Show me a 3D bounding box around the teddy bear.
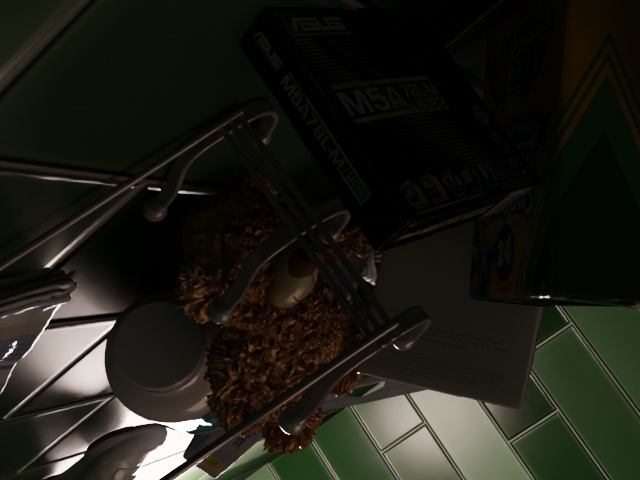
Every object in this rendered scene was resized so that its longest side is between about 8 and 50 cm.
[{"bbox_3d":[-0.027,0.087,0.908,0.245,0.113,0.337,-30,134,-32],"label":"teddy bear"}]

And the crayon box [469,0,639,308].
[{"bbox_3d":[0.209,-0.104,0.805,0.083,0.322,0.203,6,175,-8],"label":"crayon box"}]

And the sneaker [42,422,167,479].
[{"bbox_3d":[-0.356,0.415,1.490,0.305,0.152,0.114,-38,163,11],"label":"sneaker"}]

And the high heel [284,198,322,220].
[{"bbox_3d":[0.000,0.000,1.072,0.244,0.082,0.117,-33,166,-47],"label":"high heel"}]

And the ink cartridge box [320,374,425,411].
[{"bbox_3d":[0.079,0.229,1.588,0.275,0.060,0.239,-14,-152,10],"label":"ink cartridge box"}]

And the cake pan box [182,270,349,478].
[{"bbox_3d":[-0.076,0.186,1.319,0.246,0.070,0.266,-45,-169,40],"label":"cake pan box"}]

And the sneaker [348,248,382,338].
[{"bbox_3d":[0.158,0.078,1.279,0.137,0.210,0.365,-58,172,-40],"label":"sneaker"}]

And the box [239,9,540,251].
[{"bbox_3d":[0.059,-0.092,0.679,0.191,0.184,0.045,-16,161,-48],"label":"box"}]

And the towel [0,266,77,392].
[{"bbox_3d":[-0.351,0.126,0.798,0.209,0.034,0.285,-16,158,-48],"label":"towel"}]

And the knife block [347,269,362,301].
[{"bbox_3d":[0.152,0.152,1.553,0.088,0.242,0.275,-28,165,-20],"label":"knife block"}]

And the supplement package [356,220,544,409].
[{"bbox_3d":[0.166,0.024,1.007,0.177,0.175,0.292,32,69,-75],"label":"supplement package"}]

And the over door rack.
[{"bbox_3d":[-0.116,0.060,0.691,0.324,0.239,0.108,-30,160,-17],"label":"over door rack"}]

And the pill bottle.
[{"bbox_3d":[-0.159,0.141,1.035,0.146,0.146,0.264,-32,165,-6],"label":"pill bottle"}]
